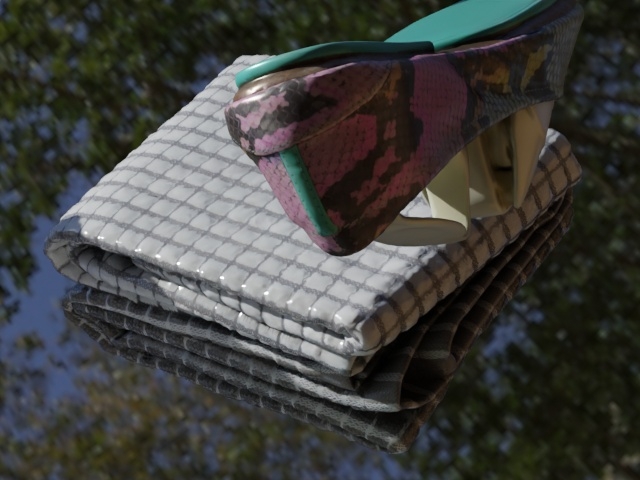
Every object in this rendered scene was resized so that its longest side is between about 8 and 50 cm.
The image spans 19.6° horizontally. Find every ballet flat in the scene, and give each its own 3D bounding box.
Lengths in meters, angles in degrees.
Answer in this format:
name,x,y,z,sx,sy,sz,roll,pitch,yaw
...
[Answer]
name,x,y,z,sx,sy,sz,roll,pitch,yaw
ballet flat,0.039,-0.040,0.637,0.221,0.077,0.079,-29,-77,-61

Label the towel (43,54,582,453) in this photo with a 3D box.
name,x,y,z,sx,sy,sz,roll,pitch,yaw
towel,0.000,0.000,1.183,0.235,0.283,0.121,-43,-44,-36
